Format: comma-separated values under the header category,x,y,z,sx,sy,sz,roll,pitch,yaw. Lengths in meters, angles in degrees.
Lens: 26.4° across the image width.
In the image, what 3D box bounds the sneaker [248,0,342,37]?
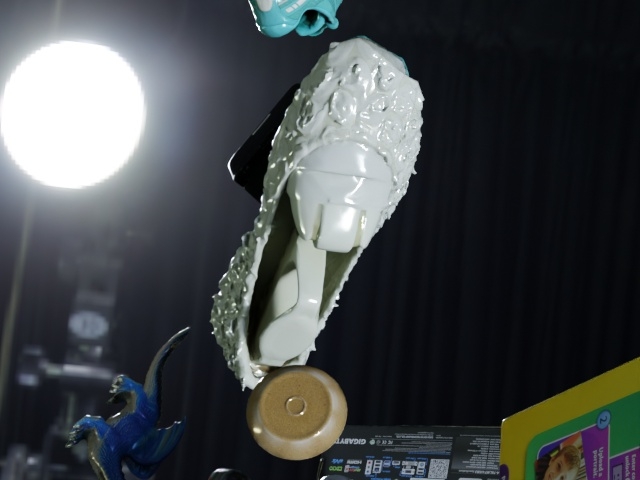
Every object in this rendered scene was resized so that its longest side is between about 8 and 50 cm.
category,x,y,z,sx,sy,sz,roll,pitch,yaw
sneaker,-0.014,-0.283,1.520,0.107,0.109,0.275,-2,-167,25

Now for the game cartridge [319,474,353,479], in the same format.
category,x,y,z,sx,sy,sz,roll,pitch,yaw
game cartridge,0.082,0.390,1.451,0.294,0.060,0.196,41,-146,0

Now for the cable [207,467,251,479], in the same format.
category,x,y,z,sx,sy,sz,roll,pitch,yaw
cable,-0.098,0.366,1.880,0.072,0.139,0.287,17,-171,37

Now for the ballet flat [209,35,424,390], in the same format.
category,x,y,z,sx,sy,sz,roll,pitch,yaw
ballet flat,0.000,0.000,1.340,0.147,0.409,0.147,14,-142,-11

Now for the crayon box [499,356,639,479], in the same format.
category,x,y,z,sx,sy,sz,roll,pitch,yaw
crayon box,0.294,0.296,1.246,0.106,0.362,0.313,24,145,-25

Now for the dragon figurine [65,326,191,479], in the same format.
category,x,y,z,sx,sy,sz,roll,pitch,yaw
dragon figurine,-0.229,0.254,1.769,0.144,0.289,0.085,39,145,5

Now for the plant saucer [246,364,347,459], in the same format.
category,x,y,z,sx,sy,sz,roll,pitch,yaw
plant saucer,-0.020,0.138,1.123,0.083,0.083,0.015,8,153,7

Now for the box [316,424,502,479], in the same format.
category,x,y,z,sx,sy,sz,roll,pitch,yaw
box,0.121,0.389,1.789,0.296,0.293,0.073,-3,150,27

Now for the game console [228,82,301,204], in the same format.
category,x,y,z,sx,sy,sz,roll,pitch,yaw
game console,-0.032,-0.095,1.467,0.071,0.122,0.107,39,-173,-18
